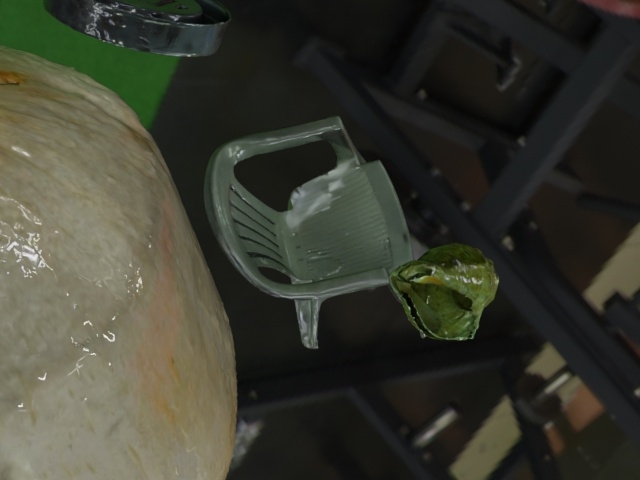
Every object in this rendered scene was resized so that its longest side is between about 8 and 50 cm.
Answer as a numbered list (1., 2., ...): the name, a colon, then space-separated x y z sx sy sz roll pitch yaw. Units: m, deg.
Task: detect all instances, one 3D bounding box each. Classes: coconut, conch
1. coconut: -0.237 0.081 0.829 0.344 0.415 0.415 -8 147 2
2. conch: 0.110 0.046 1.111 0.121 0.089 0.074 2 156 -45

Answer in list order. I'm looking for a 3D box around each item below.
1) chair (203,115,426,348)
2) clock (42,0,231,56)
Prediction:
1. chair: 0.000 0.000 1.370 0.190 0.203 0.275 -17 153 3
2. clock: -0.268 -0.339 1.844 0.280 0.280 0.055 -3 119 -43
